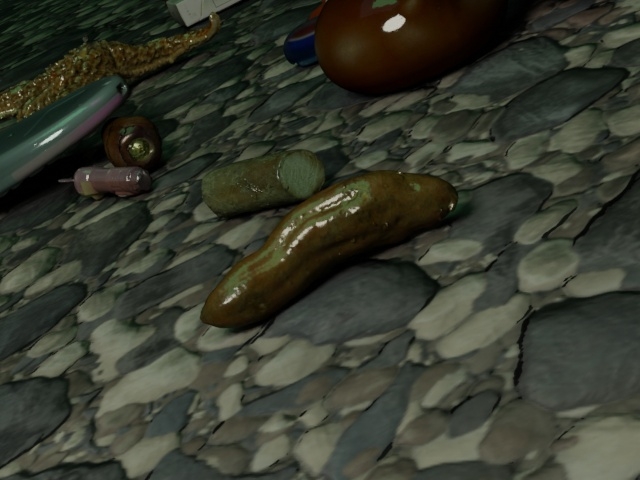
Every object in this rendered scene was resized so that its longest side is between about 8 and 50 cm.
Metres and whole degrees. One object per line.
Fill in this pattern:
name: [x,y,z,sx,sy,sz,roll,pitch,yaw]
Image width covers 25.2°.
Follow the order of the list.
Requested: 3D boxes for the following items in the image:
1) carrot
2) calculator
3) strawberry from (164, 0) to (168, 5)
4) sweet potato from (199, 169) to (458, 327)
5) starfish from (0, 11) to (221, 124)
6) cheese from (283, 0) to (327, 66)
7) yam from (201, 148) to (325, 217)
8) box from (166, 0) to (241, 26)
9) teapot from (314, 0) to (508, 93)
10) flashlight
carrot: [-0.188,-0.097,1.398,0.055,0.055,0.161,-28,13,-8]
calculator: [-0.323,-0.085,1.484,0.299,0.041,0.185,-28,18,20]
strawberry: [-0.198,-0.375,2.100,0.083,0.073,0.073,-9,21,4]
sweet potato: [-0.001,0.000,0.918,0.182,0.054,0.053,-30,10,-7]
starfish: [-0.309,-0.184,1.718,0.301,0.084,0.293,-1,30,42]
cheese: [0.061,-0.308,1.526,0.217,0.129,0.329,-14,40,44]
yam: [-0.045,-0.044,1.098,0.094,0.043,0.043,-10,24,37]
box: [-0.131,-0.344,1.972,0.154,0.040,0.084,-27,20,-9]
teapot: [0.066,-0.218,1.275,0.178,0.135,0.252,-25,20,-12]
flashlight: [-0.193,-0.053,1.320,0.052,0.031,0.110,-9,9,-43]
